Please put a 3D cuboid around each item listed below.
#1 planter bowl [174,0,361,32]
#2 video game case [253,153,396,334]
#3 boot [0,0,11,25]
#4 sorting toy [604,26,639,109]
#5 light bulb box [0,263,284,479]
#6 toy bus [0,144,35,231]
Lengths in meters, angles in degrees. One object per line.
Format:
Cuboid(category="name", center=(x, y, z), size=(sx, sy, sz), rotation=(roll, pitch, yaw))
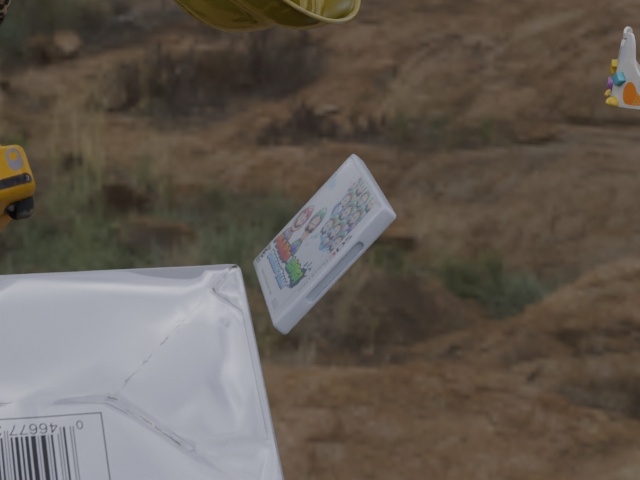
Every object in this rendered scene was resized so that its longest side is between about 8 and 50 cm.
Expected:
Cuboid(category="planter bowl", center=(-0.074, -0.231, 1.218), size=(0.217, 0.090, 0.217), rotation=(38, 29, -26))
Cuboid(category="video game case", center=(0.000, 0.000, 1.385), size=(0.019, 0.143, 0.157), rotation=(39, 10, -20))
Cuboid(category="boot", center=(-0.525, -0.297, 1.814), size=(0.284, 0.377, 0.138), rotation=(14, 39, -29))
Cuboid(category="sorting toy", center=(0.315, -0.179, 1.578), size=(0.045, 0.075, 0.083), rotation=(2, 16, 8))
Cuboid(category="light bulb box", center=(-0.241, 0.211, 1.190), size=(0.358, 0.361, 0.225), rotation=(-2, 55, -15))
Cuboid(category="toy bus", center=(-0.375, -0.043, 1.497), size=(0.108, 0.130, 0.332), rotation=(-16, -7, -27))
